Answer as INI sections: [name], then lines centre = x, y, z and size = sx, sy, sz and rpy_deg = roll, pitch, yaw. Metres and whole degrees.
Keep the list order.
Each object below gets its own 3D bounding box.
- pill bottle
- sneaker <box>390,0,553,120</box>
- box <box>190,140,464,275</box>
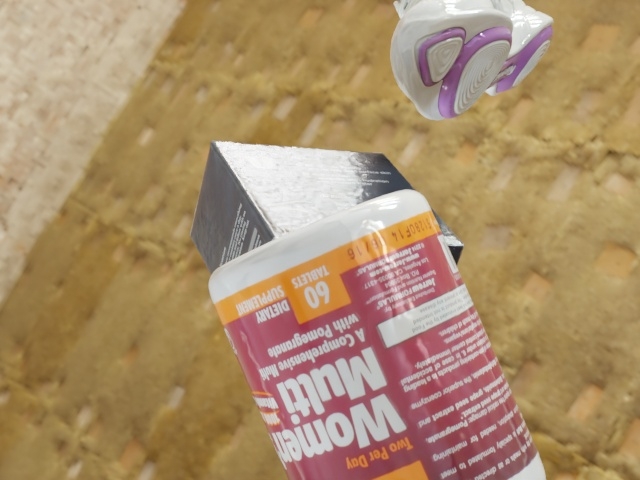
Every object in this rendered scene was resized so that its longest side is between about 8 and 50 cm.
[pill bottle]
centre = 0.039, 0.095, 0.652
size = 0.121, 0.121, 0.221
rpy_deg = -26, -93, 41
[sneaker]
centre = 0.107, -0.193, 1.176
size = 0.114, 0.152, 0.305
rpy_deg = -53, 168, 20
[box]
centre = 0.000, 0.000, 1.004
size = 0.158, 0.156, 0.093
rpy_deg = -124, -137, -52
